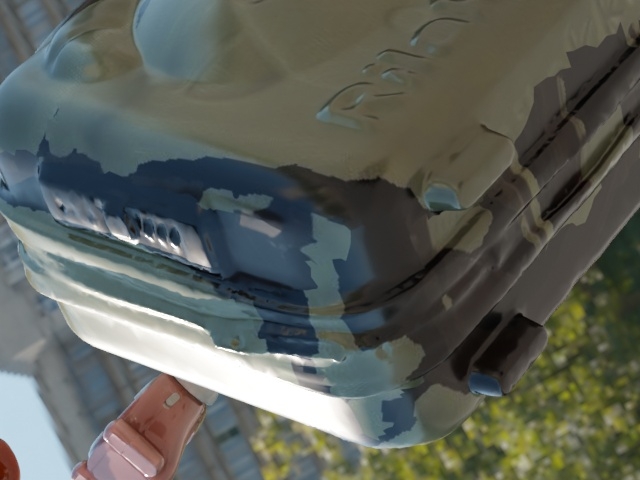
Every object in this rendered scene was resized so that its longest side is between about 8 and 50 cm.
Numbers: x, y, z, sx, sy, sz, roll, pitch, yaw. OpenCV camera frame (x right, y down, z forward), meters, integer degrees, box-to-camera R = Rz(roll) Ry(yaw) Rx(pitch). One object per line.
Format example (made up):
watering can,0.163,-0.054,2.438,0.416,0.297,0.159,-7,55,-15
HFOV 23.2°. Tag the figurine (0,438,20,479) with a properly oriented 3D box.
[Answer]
figurine,-0.385,0.137,1.243,0.241,0.306,0.411,-74,-6,-52

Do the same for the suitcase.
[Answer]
suitcase,-0.001,-0.085,0.794,0.339,0.351,0.194,15,137,38

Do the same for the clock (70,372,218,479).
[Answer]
clock,-0.179,0.211,1.716,0.093,0.166,0.162,39,-132,0
